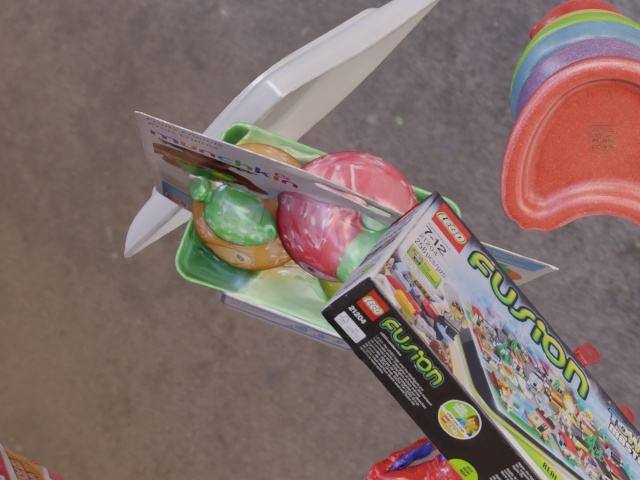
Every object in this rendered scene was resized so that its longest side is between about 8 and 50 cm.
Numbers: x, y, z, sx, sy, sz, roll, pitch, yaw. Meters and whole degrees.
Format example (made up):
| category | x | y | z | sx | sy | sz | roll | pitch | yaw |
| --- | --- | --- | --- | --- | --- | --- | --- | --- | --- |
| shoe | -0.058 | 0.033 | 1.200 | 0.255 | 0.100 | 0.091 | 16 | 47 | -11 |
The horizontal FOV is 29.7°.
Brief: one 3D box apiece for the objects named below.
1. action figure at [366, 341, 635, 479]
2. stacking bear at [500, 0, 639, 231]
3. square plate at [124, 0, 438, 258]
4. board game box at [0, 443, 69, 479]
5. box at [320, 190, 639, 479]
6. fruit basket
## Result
| category | x | y | z | sx | sy | sz | roll | pitch | yaw |
| --- | --- | --- | --- | --- | --- | --- | --- | --- | --- |
| action figure | 0.150 | 0.195 | 1.069 | 0.280 | 0.139 | 0.091 | -34 | 67 | 23 |
| stacking bear | 0.258 | -0.146 | 1.157 | 0.175 | 0.164 | 0.289 | 0 | 28 | 7 |
| square plate | -0.049 | -0.145 | 1.380 | 0.049 | 0.347 | 0.344 | 50 | 133 | 1 |
| board game box | -0.146 | 0.156 | 0.574 | 0.039 | 0.124 | 0.259 | -58 | 10 | 2 |
| box | 0.096 | 0.081 | 0.607 | 0.036 | 0.207 | 0.114 | -38 | 6 | 31 |
| fruit basket | 0.000 | 0.000 | 1.020 | 0.353 | 0.327 | 0.165 | 147 | 143 | -85 |
